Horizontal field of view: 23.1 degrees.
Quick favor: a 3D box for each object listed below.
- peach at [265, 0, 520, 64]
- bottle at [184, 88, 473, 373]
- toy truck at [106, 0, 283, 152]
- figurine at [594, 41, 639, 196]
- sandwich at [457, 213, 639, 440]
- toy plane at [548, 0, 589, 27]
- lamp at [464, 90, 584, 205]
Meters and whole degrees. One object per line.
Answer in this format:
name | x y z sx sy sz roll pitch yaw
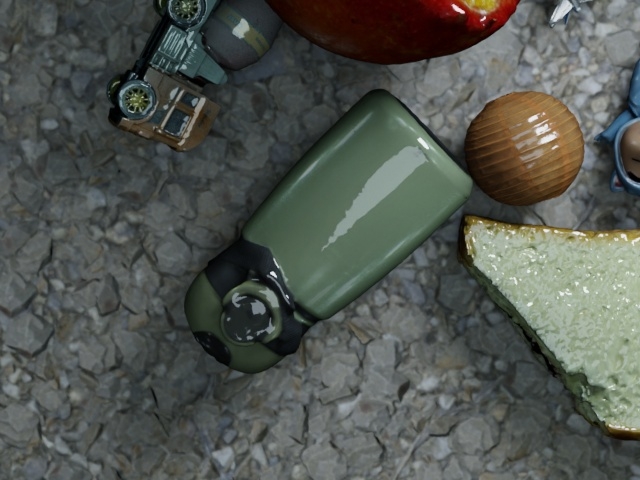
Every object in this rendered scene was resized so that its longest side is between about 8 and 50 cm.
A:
peach | 0.058 -0.381 1.615 0.335 0.310 0.406 -13 93 -44
bottle | 0.000 0.001 1.741 0.347 0.168 0.168 -44 97 6
toy truck | -0.126 -0.218 1.739 0.140 0.108 0.257 27 92 -19
figurine | 0.382 -0.135 1.756 0.114 0.144 0.178 6 85 -7
sandwich | 0.293 0.098 1.797 0.288 0.099 0.254 5 96 -4
toy plane | 0.238 -0.348 1.760 0.226 0.058 0.226 -30 98 -15
lamp | 0.227 -0.104 1.751 0.136 0.136 0.136 0 97 -3
